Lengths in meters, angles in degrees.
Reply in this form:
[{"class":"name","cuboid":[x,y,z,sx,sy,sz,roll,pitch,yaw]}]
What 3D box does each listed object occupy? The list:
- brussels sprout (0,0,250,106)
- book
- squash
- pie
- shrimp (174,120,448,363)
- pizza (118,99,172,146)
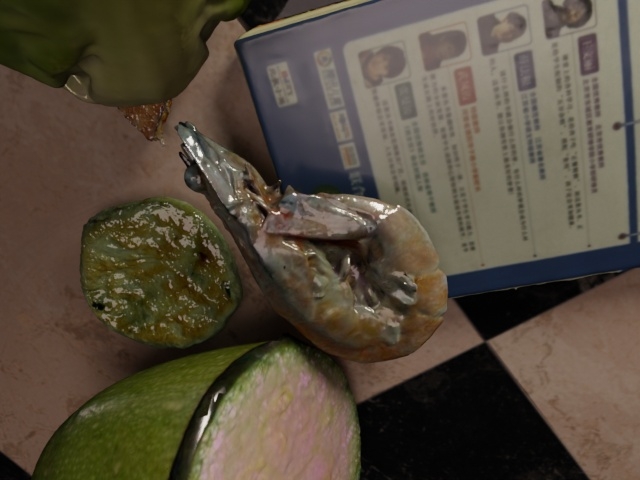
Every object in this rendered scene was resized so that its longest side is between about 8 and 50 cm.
[{"class":"brussels sprout","cuboid":[-0.150,-0.251,0.314,0.281,0.290,0.355,-4,140,-2]},{"class":"book","cuboid":[0.168,-0.088,0.487,0.427,0.039,0.300,-11,115,12]},{"class":"squash","cuboid":[-0.155,0.255,0.607,0.308,0.310,0.311,-3,119,33]},{"class":"pie","cuboid":[-0.172,0.038,0.594,0.186,0.041,0.187,3,117,6]},{"class":"shrimp","cuboid":[0.000,0.000,0.503,0.164,0.062,0.317,-35,111,19]},{"class":"pizza","cuboid":[-0.175,-0.152,0.509,0.099,0.029,0.100,24,115,4]}]
